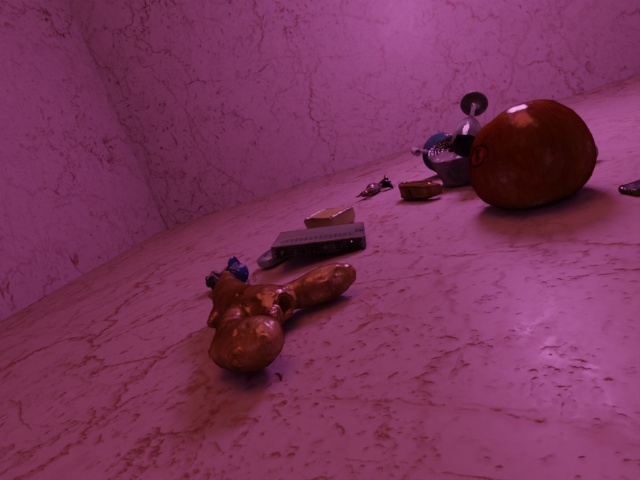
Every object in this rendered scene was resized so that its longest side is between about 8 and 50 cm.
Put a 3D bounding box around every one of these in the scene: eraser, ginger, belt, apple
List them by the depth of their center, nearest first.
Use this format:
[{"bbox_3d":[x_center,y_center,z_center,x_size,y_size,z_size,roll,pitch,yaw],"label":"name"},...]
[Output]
[{"bbox_3d":[-0.143,0.151,0.907,0.348,0.122,0.363,-13,20,32],"label":"ginger"},{"bbox_3d":[0.513,-0.216,1.123,0.278,0.249,0.309,-26,12,-25],"label":"apple"},{"bbox_3d":[0.529,-0.284,1.594,0.289,0.164,0.184,-4,46,45],"label":"belt"},{"bbox_3d":[0.033,-0.077,1.649,0.117,0.058,0.172,-28,16,-33],"label":"eraser"}]

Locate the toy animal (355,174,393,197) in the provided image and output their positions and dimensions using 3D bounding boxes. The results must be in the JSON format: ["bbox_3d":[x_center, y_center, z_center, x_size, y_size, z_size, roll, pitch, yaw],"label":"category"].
[{"bbox_3d":[0.239,-0.227,1.998,0.203,0.070,0.105,-29,3,-26],"label":"toy animal"}]

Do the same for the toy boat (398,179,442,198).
[{"bbox_3d":[0.356,-0.183,1.607,0.088,0.068,0.226,-18,11,-22],"label":"toy boat"}]

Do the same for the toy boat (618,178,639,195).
[{"bbox_3d":[0.714,-0.124,0.970,0.115,0.016,0.063,-18,13,4],"label":"toy boat"}]

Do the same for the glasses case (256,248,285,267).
[{"bbox_3d":[-0.130,0.039,1.440,0.067,0.045,0.178,-7,18,39],"label":"glasses case"}]

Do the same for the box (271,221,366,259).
[{"bbox_3d":[0.000,0.000,1.338,0.271,0.045,0.211,-7,15,4],"label":"box"}]

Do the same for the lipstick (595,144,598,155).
[{"bbox_3d":[0.735,-0.266,1.422,0.059,0.059,0.264,-24,14,-18],"label":"lipstick"}]

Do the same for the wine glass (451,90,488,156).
[{"bbox_3d":[0.566,-0.420,1.470,0.264,0.096,0.309,-22,28,38],"label":"wine glass"}]

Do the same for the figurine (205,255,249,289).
[{"bbox_3d":[-0.277,0.109,1.330,0.136,0.077,0.079,-33,48,13],"label":"figurine"}]

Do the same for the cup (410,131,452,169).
[{"bbox_3d":[0.521,-0.349,1.850,0.300,0.167,0.173,4,20,-9],"label":"cup"}]
